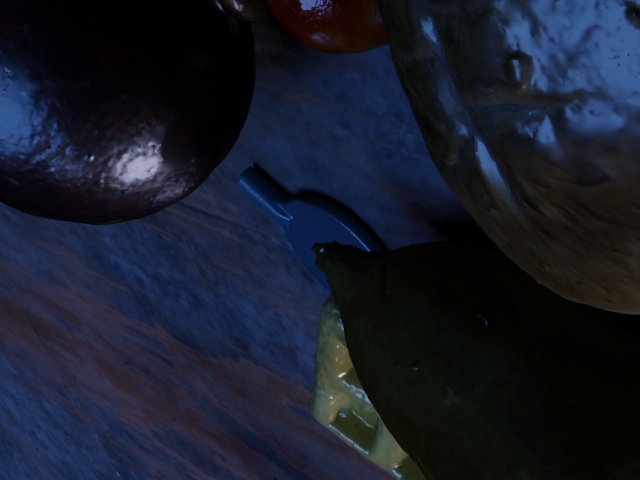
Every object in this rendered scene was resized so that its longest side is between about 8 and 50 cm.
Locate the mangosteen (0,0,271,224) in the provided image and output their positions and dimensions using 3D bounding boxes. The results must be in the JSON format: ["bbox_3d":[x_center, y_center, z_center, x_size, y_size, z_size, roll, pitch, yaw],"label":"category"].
[{"bbox_3d":[-0.126,-0.136,0.941,0.265,0.228,0.228,-41,89,25],"label":"mangosteen"}]

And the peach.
[{"bbox_3d":[0.003,-0.142,0.858,0.098,0.061,0.098,45,161,20],"label":"peach"}]

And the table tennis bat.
[{"bbox_3d":[0.000,0.000,1.118,0.155,0.019,0.100,39,154,19],"label":"table tennis bat"}]

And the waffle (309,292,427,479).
[{"bbox_3d":[0.104,0.145,1.085,0.274,0.057,0.168,38,154,17],"label":"waffle"}]

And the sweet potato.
[{"bbox_3d":[0.124,0.100,0.896,0.370,0.157,0.158,48,161,44],"label":"sweet potato"}]

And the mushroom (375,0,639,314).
[{"bbox_3d":[0.107,-0.094,0.652,0.278,0.146,0.278,43,152,30],"label":"mushroom"}]
